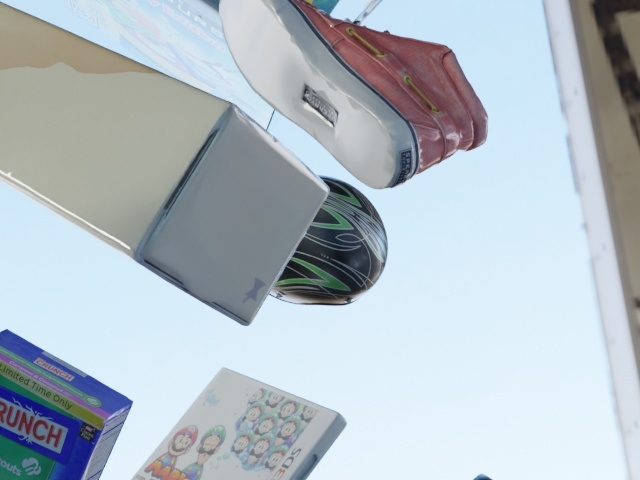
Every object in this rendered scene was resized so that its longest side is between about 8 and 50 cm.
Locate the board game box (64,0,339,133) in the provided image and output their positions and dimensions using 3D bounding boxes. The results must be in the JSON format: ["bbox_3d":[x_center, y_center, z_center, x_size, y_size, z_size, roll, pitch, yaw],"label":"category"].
[{"bbox_3d":[-0.124,-0.222,1.139,0.254,0.079,0.336,35,-10,-2],"label":"board game box"}]

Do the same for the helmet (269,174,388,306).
[{"bbox_3d":[0.000,0.000,1.524,0.162,0.169,0.169,0,-21,29],"label":"helmet"}]

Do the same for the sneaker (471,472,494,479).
[{"bbox_3d":[0.117,0.205,0.724,0.084,0.097,0.235,24,-8,38],"label":"sneaker"}]

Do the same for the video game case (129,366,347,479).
[{"bbox_3d":[-0.073,0.175,0.973,0.157,0.143,0.019,13,-33,49],"label":"video game case"}]

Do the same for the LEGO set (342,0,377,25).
[{"bbox_3d":[0.022,-0.280,1.558,0.060,0.244,0.182,42,-15,-3],"label":"LEGO set"}]

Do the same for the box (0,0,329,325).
[{"bbox_3d":[-0.162,-0.067,0.914,0.311,0.121,0.148,27,-7,36],"label":"box"}]

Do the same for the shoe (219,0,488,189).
[{"bbox_3d":[0.018,-0.102,0.730,0.081,0.178,0.063,-22,-35,-34],"label":"shoe"}]

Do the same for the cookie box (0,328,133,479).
[{"bbox_3d":[-0.173,0.120,0.715,0.092,0.107,0.040,28,16,9],"label":"cookie box"}]
